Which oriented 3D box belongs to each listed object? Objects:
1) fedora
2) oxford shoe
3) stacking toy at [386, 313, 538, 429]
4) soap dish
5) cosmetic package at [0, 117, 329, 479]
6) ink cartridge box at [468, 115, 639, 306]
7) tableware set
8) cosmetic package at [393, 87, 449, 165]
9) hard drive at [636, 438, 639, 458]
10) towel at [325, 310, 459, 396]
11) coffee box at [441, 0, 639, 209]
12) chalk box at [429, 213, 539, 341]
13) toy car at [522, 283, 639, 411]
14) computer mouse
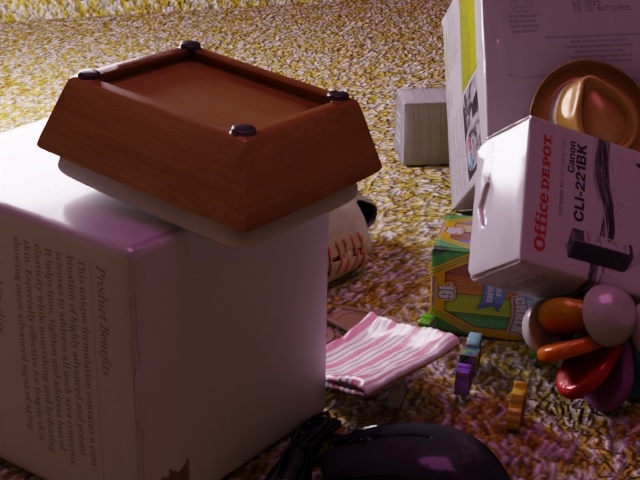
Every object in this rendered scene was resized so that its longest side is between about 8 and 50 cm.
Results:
[{"bbox_3d":[0.390,-0.170,1.849,0.194,0.194,0.079,-2,-10,-4],"label":"fedora"},{"bbox_3d":[0.000,0.000,1.918,0.147,0.140,0.397,10,27,7],"label":"oxford shoe"},{"bbox_3d":[0.189,0.160,1.659,0.167,0.052,0.221,8,23,15],"label":"stacking toy"},{"bbox_3d":[-0.113,-0.110,1.369,0.291,0.118,0.229,22,30,32],"label":"soap dish"},{"bbox_3d":[-0.239,0.065,1.528,0.394,0.329,0.327,17,28,33],"label":"cosmetic package"},{"bbox_3d":[0.337,-0.020,1.664,0.273,0.197,0.114,15,-21,-22],"label":"ink cartridge box"},{"bbox_3d":[0.047,0.128,1.762,0.141,0.020,0.169,17,29,34],"label":"tableware set"},{"bbox_3d":[0.260,-0.211,2.404,0.238,0.127,0.107,-1,23,-6],"label":"cosmetic package"},{"bbox_3d":[0.494,0.248,1.440,0.255,0.054,0.172,17,29,34],"label":"hard drive"},{"bbox_3d":[0.062,0.139,1.623,0.144,0.029,0.197,-28,16,-24],"label":"towel"},{"bbox_3d":[0.387,-0.243,2.071,0.338,0.338,0.334,-2,-9,-5],"label":"coffee box"},{"bbox_3d":[0.265,0.052,1.794,0.213,0.132,0.132,5,24,14],"label":"chalk box"},{"bbox_3d":[0.341,0.138,1.599,0.182,0.136,0.159,18,-22,-27],"label":"toy car"},{"bbox_3d":[0.079,0.242,1.439,0.272,0.072,0.188,7,24,17],"label":"computer mouse"}]
